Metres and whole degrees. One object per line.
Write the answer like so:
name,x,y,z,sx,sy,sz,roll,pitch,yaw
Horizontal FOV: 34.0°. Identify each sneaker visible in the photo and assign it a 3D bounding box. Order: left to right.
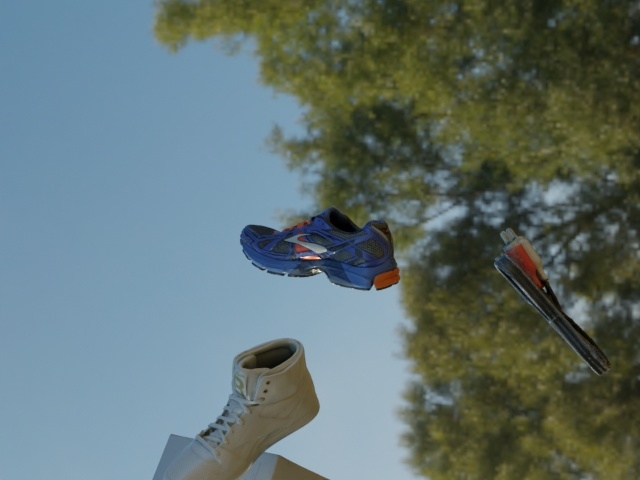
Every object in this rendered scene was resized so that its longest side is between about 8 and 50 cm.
sneaker,-0.133,0.260,1.587,0.292,0.108,0.169,-35,-46,-29
sneaker,0.000,0.000,1.263,0.083,0.221,0.087,-14,-70,-59

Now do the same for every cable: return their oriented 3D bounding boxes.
cable,0.387,0.097,1.737,0.072,0.287,0.139,-45,-18,10

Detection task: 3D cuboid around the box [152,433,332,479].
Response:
box,-0.125,0.469,1.832,0.215,0.345,0.168,32,-112,-34
